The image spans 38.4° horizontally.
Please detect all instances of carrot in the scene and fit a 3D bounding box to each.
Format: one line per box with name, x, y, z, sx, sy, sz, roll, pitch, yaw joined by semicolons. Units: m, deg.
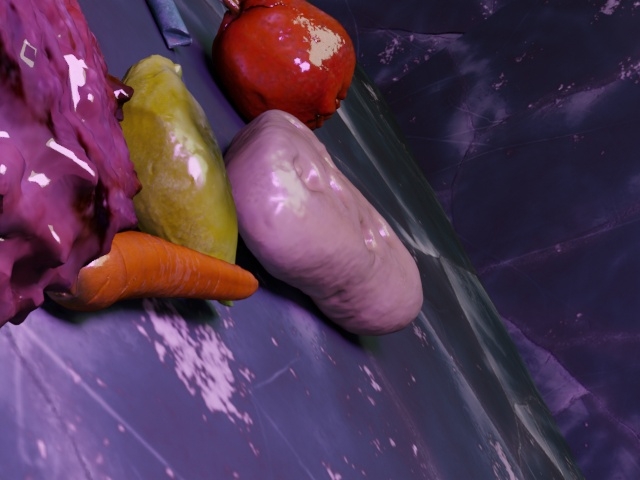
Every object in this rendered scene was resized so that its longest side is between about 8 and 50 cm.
carrot;-0.133;0.023;0.740;0.271;0.066;0.062;6;78;-69

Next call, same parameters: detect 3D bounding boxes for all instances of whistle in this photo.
whistle;-0.234;-0.351;1.343;0.039;0.039;0.186;34;26;-58

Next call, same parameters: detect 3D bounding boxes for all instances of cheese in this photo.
cheese;0.000;0.000;1.144;0.351;0.130;0.328;53;11;-5

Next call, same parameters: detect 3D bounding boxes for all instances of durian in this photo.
durian;-0.135;-0.061;0.869;0.250;0.101;0.139;67;15;18

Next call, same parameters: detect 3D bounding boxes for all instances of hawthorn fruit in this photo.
hawthorn fruit;-0.078;-0.298;1.431;0.299;0.211;0.211;43;17;-17

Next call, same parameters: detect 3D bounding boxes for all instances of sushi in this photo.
sushi;-0.206;-0.059;0.357;0.270;0.237;0.170;-109;-176;-48
